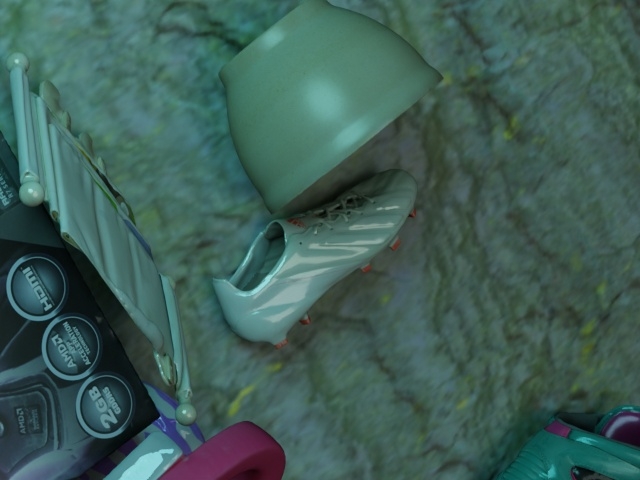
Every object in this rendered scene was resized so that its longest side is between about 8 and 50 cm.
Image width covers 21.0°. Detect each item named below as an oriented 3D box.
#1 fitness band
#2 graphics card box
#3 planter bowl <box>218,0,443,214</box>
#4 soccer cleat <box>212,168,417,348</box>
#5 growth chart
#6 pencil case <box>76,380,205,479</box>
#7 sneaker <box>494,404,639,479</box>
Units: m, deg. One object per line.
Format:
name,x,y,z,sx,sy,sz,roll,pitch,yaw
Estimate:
fitness band,-0.136,0.235,1.179,0.291,0.054,0.209,-43,158,-20
graphics card box,-0.306,0.116,1.070,0.371,0.094,0.233,-35,106,-30
planter bowl,-0.006,-0.110,1.267,0.162,0.162,0.109,-41,94,-26
soccer cleat,0.000,0.000,1.335,0.196,0.068,0.076,-44,118,-22
growth chart,-0.146,-0.006,1.172,0.021,0.172,0.237,-25,125,8
pencil case,-0.173,0.181,1.216,0.088,0.086,0.206,45,62,3
sneaker,0.277,0.244,1.565,0.295,0.124,0.178,34,85,-36
